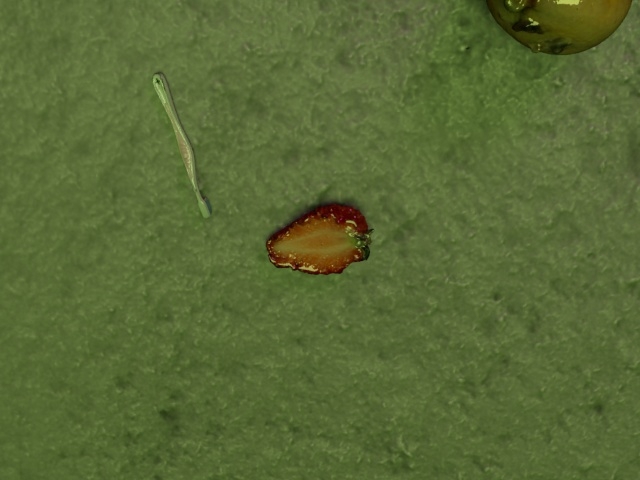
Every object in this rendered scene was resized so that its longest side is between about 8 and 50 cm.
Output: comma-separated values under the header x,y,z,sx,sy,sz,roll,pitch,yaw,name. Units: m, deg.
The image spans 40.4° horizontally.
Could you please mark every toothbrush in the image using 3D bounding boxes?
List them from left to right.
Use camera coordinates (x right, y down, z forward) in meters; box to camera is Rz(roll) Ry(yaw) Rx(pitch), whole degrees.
x,y,z,sx,sy,sz,roll,pitch,yaw,name
-0.179,-0.120,1.136,0.017,0.022,0.204,-10,114,18,toothbrush

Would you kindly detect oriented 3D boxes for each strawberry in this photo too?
x,y,z,sx,sy,sz,roll,pitch,yaw,name
0.000,-0.002,1.187,0.152,0.048,0.103,-4,121,13,strawberry

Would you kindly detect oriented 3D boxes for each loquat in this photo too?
x,y,z,sx,sy,sz,roll,pitch,yaw,name
0.269,-0.293,1.006,0.172,0.204,0.149,46,139,9,loquat
